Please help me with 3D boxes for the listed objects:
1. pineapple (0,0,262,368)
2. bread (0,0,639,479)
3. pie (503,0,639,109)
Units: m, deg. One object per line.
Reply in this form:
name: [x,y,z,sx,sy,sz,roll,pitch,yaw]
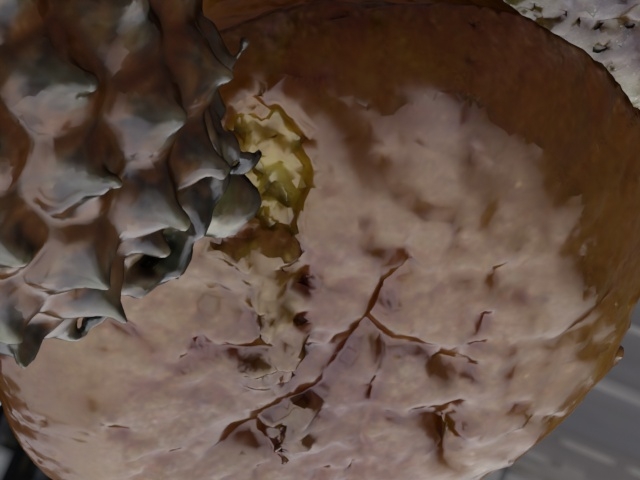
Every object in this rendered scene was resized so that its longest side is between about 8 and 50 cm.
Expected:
pineapple: [-0.098,-0.041,0.530,0.193,0.166,0.166,22,173,-29]
bread: [-0.005,-0.001,0.866,0.312,0.312,0.172,30,-155,-36]
pie: [0.218,-0.177,0.969,0.288,0.103,0.355,-19,145,16]
